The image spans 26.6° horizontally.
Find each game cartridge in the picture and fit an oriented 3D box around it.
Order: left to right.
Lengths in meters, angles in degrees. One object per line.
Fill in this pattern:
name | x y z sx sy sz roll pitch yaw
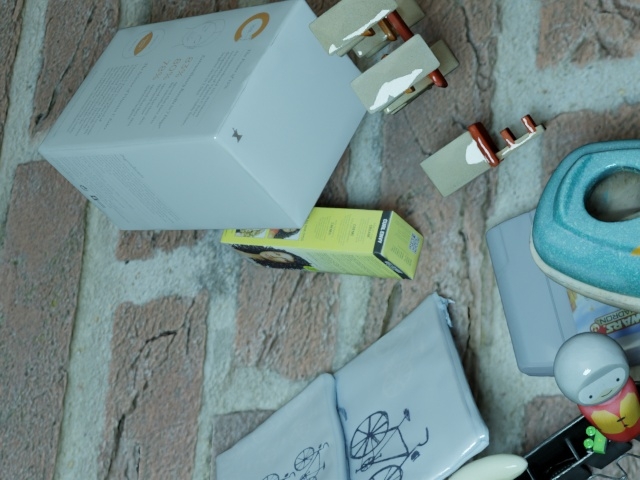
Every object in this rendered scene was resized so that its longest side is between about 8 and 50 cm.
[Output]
game cartridge | 0.329 0.027 1.420 0.297 0.062 0.198 -23 55 22

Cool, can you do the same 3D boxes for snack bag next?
snack bag | 0.022 0.221 1.436 0.342 0.037 0.323 -39 21 13

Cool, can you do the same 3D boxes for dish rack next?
dish rack | 0.309 0.299 1.303 0.208 0.074 0.271 -39 55 14

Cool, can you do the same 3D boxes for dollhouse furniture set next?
dollhouse furniture set | 0.126 -0.191 1.534 0.135 0.262 0.259 -35 89 13

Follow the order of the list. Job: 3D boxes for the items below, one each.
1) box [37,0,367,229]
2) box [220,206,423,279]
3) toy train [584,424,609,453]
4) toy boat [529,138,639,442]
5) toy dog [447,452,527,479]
box | -0.142 -0.145 1.644 0.345 0.168 0.215 1 53 45
box | 0.000 0.000 1.617 0.232 0.087 0.058 3 70 34
toy train | 0.276 0.169 1.324 0.024 0.017 0.083 7 72 25
toy boat | 0.305 0.030 1.284 0.267 0.148 0.318 6 62 33
toy dog | 0.238 0.391 1.142 0.408 0.284 0.395 -7 59 44
